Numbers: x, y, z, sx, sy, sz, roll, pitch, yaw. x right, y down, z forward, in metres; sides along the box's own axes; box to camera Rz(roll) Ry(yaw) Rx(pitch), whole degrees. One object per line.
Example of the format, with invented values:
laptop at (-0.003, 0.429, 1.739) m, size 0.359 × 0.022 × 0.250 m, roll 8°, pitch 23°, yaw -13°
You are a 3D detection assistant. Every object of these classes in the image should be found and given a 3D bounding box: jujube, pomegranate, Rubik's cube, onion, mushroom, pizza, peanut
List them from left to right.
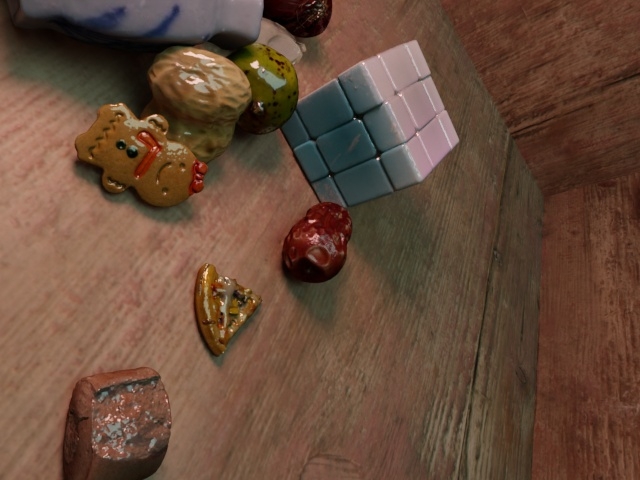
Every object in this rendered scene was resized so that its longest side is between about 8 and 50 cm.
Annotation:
peanut at (-0.246, -0.254, 0.860) m, size 0.197 × 0.233 × 0.110 m, roll 8°, pitch 38°, yaw -32°
pizza at (-0.181, 0.145, 0.910) m, size 0.176 × 0.036 × 0.184 m, roll 12°, pitch 69°, yaw -45°
mushroom at (-0.192, -0.516, 1.063) m, size 0.352 × 0.097 × 0.109 m, roll 10°, pitch 40°, yaw -42°
pomegranate at (-0.162, -0.357, 1.004) m, size 0.246 × 0.198 × 0.198 m, roll 46°, pitch 35°, yaw 23°
onion at (-0.074, -0.669, 1.171) m, size 0.281 × 0.281 × 0.221 m, roll 29°, pitch 101°, yaw -39°
jujube at (0.000, 0.000, 1.079) m, size 0.155 × 0.155 × 0.230 m, roll 56°, pitch 34°, yaw -19°
Rubik's cube at (0.135, -0.303, 1.191) m, size 0.319 × 0.322 × 0.315 m, roll -43°, pitch 111°, yaw -45°

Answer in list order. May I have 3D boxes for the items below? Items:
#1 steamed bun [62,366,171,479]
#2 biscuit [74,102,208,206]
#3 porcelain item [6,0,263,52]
steamed bun at (-0.304, 0.288, 0.675) m, size 0.145 × 0.107 × 0.174 m, roll 8°, pitch 69°, yaw -46°
biscuit at (-0.316, -0.143, 0.799) m, size 0.225 × 0.036 × 0.165 m, roll 40°, pitch 83°, yaw -36°
porcelain item at (-0.322, -0.444, 0.790) m, size 0.406 × 0.243 × 0.178 m, roll -12°, pitch 109°, yaw -37°
